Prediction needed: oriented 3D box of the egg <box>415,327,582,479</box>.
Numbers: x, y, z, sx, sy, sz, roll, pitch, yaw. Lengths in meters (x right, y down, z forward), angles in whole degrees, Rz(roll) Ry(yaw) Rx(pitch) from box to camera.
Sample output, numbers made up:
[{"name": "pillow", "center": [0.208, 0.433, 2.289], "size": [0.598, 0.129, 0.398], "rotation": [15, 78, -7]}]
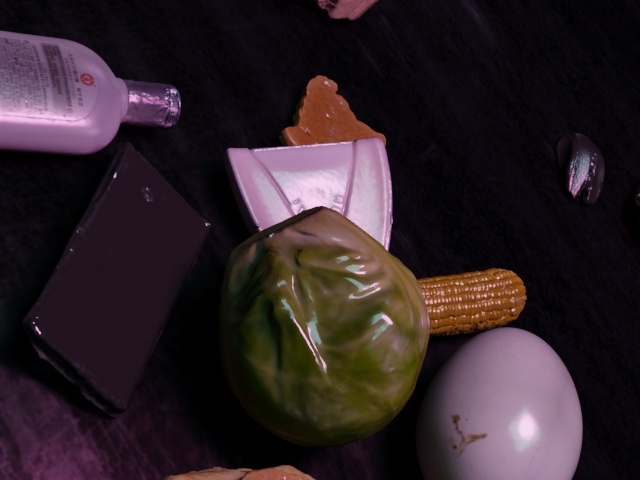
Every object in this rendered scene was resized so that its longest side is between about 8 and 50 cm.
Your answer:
[{"name": "egg", "center": [0.203, 0.204, 1.322], "size": [0.183, 0.183, 0.264], "rotation": [37, 39, -12]}]

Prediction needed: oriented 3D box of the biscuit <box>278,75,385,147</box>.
[{"name": "biscuit", "center": [0.021, -0.101, 1.496], "size": [0.162, 0.035, 0.250], "rotation": [7, 57, -29]}]

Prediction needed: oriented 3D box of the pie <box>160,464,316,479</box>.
[{"name": "pie", "center": [-0.064, 0.353, 1.081], "size": [0.339, 0.083, 0.339], "rotation": [21, 48, -25]}]

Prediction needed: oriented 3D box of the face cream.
[{"name": "face cream", "center": [-0.288, -0.158, 1.261], "size": [0.291, 0.071, 0.144], "rotation": [0, 65, -37]}]

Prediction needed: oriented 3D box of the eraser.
[{"name": "eraser", "center": [-0.001, 0.000, 1.381], "size": [0.204, 0.059, 0.243], "rotation": [-5, 77, -25]}]

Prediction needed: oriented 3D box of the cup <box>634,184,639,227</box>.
[{"name": "cup", "center": [0.629, -0.007, 1.814], "size": [0.279, 0.196, 0.196], "rotation": [49, 43, -10]}]

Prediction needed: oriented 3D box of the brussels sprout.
[{"name": "brussels sprout", "center": [0.000, 0.092, 1.225], "size": [0.244, 0.244, 0.244], "rotation": [20, 51, -27]}]

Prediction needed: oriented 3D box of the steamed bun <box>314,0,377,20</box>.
[{"name": "steamed bun", "center": [0.036, -0.469, 1.638], "size": [0.272, 0.273, 0.290], "rotation": [31, 48, -40]}]

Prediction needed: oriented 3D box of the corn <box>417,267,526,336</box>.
[{"name": "corn", "center": [0.167, 0.080, 1.457], "size": [0.238, 0.080, 0.080], "rotation": [-7, 66, -38]}]

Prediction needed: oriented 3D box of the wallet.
[{"name": "wallet", "center": [-0.202, 0.033, 1.208], "size": [0.146, 0.030, 0.285], "rotation": [49, 39, -27]}]

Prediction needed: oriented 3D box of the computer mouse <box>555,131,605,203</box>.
[{"name": "computer mouse", "center": [0.403, -0.116, 1.801], "size": [0.079, 0.047, 0.135], "rotation": [25, 51, -22]}]
